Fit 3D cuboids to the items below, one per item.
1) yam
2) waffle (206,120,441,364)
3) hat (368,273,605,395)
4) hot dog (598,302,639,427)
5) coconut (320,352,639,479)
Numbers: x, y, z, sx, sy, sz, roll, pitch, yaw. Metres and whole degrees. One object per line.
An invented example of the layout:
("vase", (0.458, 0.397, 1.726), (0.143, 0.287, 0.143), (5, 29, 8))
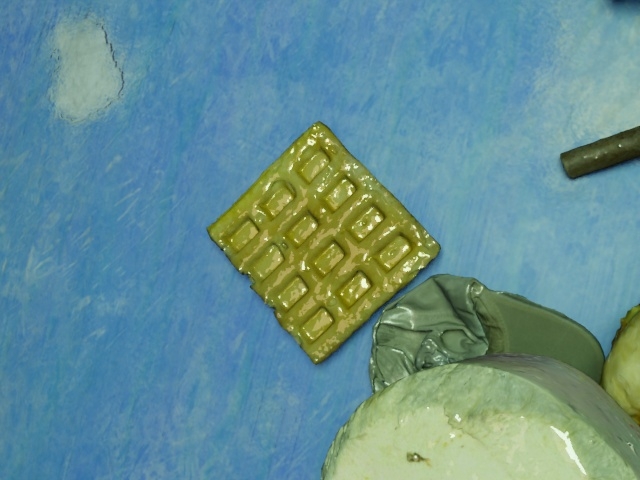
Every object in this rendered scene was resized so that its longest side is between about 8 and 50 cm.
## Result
("yam", (0.427, -0.137, 0.726), (0.327, 0.045, 0.045), (-21, 120, 33))
("waffle", (0.000, 0.000, 0.880), (0.221, 0.055, 0.248), (-43, 73, 7))
("hat", (0.189, 0.158, 0.800), (0.244, 0.149, 0.214), (21, 95, -19))
("hot dog", (0.488, 0.112, 0.636), (0.405, 0.185, 0.223), (8, 54, 19))
("coconut", (0.167, 0.250, 0.604), (0.297, 0.309, 0.297), (-7, 76, 28))
